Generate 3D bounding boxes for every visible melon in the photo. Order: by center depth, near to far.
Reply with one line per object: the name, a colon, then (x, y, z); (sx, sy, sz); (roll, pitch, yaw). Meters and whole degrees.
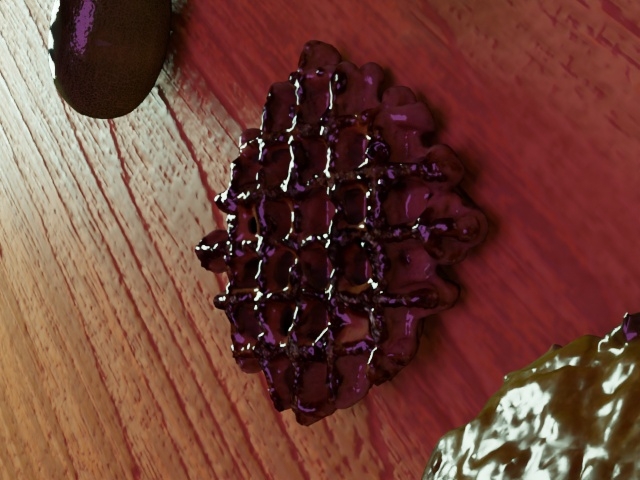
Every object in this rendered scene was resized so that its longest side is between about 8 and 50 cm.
melon: (-0.172, -0.180, 0.747); (0.099, 0.099, 0.162); (35, 116, 43)

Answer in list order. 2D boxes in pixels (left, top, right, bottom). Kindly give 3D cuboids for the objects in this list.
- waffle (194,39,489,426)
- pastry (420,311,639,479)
waffle: (0.000, 0.000, 0.589); (0.221, 0.055, 0.234); (52, 123, 36)
pastry: (0.122, 0.126, 0.359); (0.229, 0.100, 0.218); (-46, 20, 27)
